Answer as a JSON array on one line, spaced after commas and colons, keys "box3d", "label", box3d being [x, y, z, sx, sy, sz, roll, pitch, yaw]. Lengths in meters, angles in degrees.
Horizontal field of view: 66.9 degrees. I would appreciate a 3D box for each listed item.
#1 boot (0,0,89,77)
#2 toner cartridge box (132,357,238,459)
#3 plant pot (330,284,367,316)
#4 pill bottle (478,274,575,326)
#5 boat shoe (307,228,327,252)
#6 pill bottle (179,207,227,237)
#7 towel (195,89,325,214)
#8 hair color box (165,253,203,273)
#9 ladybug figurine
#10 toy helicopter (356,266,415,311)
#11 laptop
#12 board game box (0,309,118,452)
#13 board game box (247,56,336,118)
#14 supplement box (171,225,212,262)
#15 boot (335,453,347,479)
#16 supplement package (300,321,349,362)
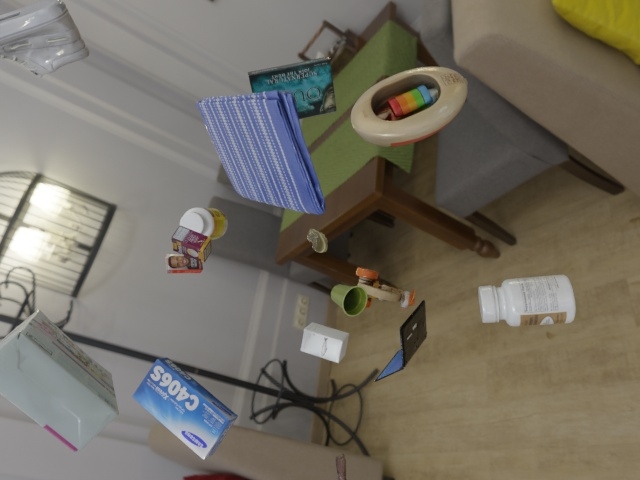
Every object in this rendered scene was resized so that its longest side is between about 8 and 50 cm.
[{"box3d": [-0.592, -0.367, 0.942, 0.258, 0.124, 0.095, -17, 45, 1], "label": "boot"}, {"box3d": [-0.477, 0.581, 1.697, 0.165, 0.347, 0.075, -57, -15, -1], "label": "toner cartridge box"}, {"box3d": [0.069, 0.152, 1.300, 0.079, 0.083, 0.084, 17, 84, 53], "label": "plant pot"}, {"box3d": [0.558, 0.168, 1.326, 0.229, 0.131, 0.131, -6, 53, 13], "label": "pill bottle"}, {"box3d": [-0.001, 0.002, 1.572, 0.153, 0.048, 0.056, -139, 64, -66], "label": "boat shoe"}, {"box3d": [-0.412, -0.057, 1.700, 0.117, 0.117, 0.215, -63, -5, 6], "label": "pill bottle"}, {"box3d": [-0.124, -0.180, 0.976, 0.040, 0.243, 0.335, -34, 30, -27], "label": "towel"}, {"box3d": [-0.560, 0.095, 1.990, 0.043, 0.141, 0.072, -42, 54, 52], "label": "hair color box"}, {"box3d": [0.336, -0.486, 1.806, 0.448, 0.162, 0.305, -19, 58, 5], "label": "ladybug figurine"}, {"box3d": [0.280, 0.206, 1.899, 0.234, 0.355, 0.140, 13, 89, 26], "label": "toy helicopter"}, {"box3d": [0.308, 0.387, 1.871, 0.136, 0.234, 0.265, 5, 113, 32], "label": "laptop"}, {"box3d": [-0.520, 0.260, 0.949, 0.097, 0.224, 0.303, -45, 17, -18], "label": "board game box"}, {"box3d": [-0.061, -0.338, 1.108, 0.026, 0.186, 0.126, -104, 3, -52], "label": "board game box"}, {"box3d": [-0.302, 0.009, 1.139, 0.055, 0.083, 0.043, 103, -170, -53], "label": "supplement box"}, {"box3d": [0.080, 0.768, 1.592, 0.106, 0.037, 0.114, -20, 63, 55], "label": "boot"}, {"box3d": [0.020, 0.437, 2.080, 0.105, 0.179, 0.105, -20, -58, -69], "label": "supplement package"}]
